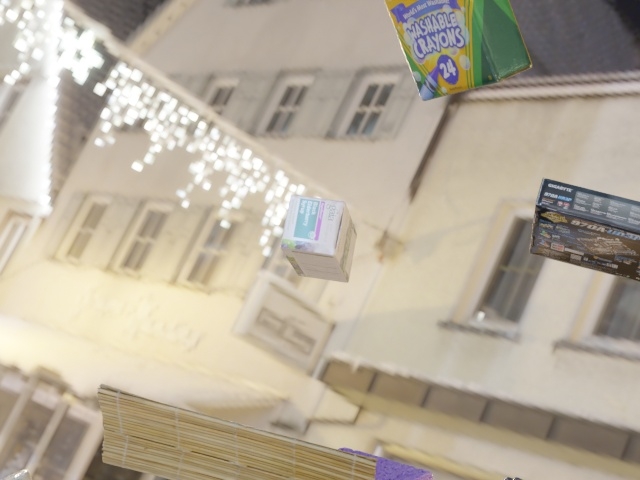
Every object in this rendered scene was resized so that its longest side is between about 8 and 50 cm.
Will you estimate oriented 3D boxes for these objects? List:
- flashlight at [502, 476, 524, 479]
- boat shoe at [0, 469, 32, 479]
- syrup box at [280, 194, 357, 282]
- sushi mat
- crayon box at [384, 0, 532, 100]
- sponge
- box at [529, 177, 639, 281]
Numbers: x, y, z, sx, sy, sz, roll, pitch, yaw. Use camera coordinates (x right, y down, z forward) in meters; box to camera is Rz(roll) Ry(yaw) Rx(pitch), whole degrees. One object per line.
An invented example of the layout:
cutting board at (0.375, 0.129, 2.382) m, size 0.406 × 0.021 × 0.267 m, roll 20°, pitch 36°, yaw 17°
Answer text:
flashlight at (0.421, 0.476, 1.908) m, size 0.304 × 0.103 × 0.103 m, roll 31°, pitch 18°, yaw -14°
boat shoe at (-0.552, 0.469, 2.032) m, size 0.319 × 0.116 × 0.099 m, roll -30°, pitch -89°, yaw 53°
syrup box at (0.000, 0.000, 2.014) m, size 0.096 × 0.093 × 0.237 m, roll 8°, pitch -12°, yaw 9°
sushi mat at (-0.094, 0.244, 1.324) m, size 0.316 × 0.019 × 0.151 m, roll 14°, pitch -44°, yaw 4°
crayon box at (0.188, -0.394, 1.876) m, size 0.203 × 0.083 × 0.323 m, roll -6°, pitch -72°, yaw 60°
sponge at (0.067, 0.386, 1.933) m, size 0.117 × 0.031 × 0.210 m, roll -20°, pitch 16°, yaw -40°
box at (0.428, -0.008, 1.787) m, size 0.220 × 0.051 × 0.175 m, roll 15°, pitch -22°, yaw 14°
